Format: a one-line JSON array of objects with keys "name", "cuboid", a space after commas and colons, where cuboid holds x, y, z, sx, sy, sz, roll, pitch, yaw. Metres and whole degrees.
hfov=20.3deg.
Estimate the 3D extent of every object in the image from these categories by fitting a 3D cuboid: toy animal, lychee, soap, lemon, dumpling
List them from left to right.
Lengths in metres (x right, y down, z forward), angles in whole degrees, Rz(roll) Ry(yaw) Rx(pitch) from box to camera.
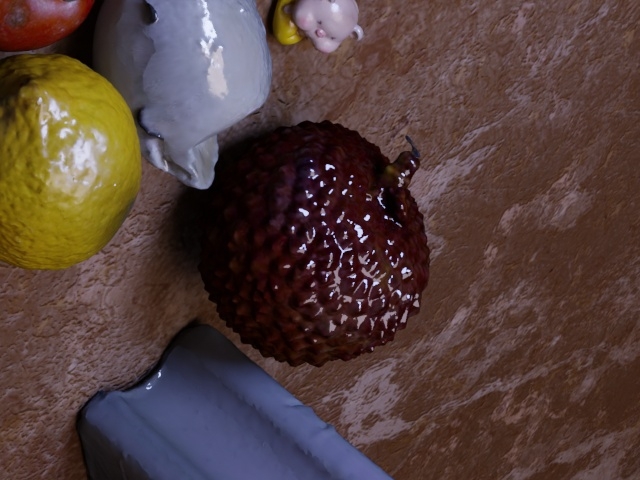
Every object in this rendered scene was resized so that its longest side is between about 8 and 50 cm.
[{"name": "lemon", "cuboid": [-0.252, -0.069, 1.596, 0.188, 0.188, 0.256, -39, 168, -21]}, {"name": "dumpling", "cuboid": [-0.113, -0.198, 1.698, 0.243, 0.175, 0.227, -57, -179, 34]}, {"name": "soap", "cuboid": [-0.055, 0.353, 2.063, 0.213, 0.435, 0.350, -37, 149, -24]}, {"name": "lychee", "cuboid": [0.000, 0.000, 1.927, 0.300, 0.264, 0.264, -43, 155, 29]}, {"name": "toy animal", "cuboid": [0.003, -0.228, 1.870, 0.091, 0.082, 0.114, -50, 150, -1]}]

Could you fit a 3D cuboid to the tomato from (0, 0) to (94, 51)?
[{"name": "tomato", "cuboid": [-0.242, -0.257, 1.522, 0.225, 0.085, 0.225, -31, 140, -30]}]
